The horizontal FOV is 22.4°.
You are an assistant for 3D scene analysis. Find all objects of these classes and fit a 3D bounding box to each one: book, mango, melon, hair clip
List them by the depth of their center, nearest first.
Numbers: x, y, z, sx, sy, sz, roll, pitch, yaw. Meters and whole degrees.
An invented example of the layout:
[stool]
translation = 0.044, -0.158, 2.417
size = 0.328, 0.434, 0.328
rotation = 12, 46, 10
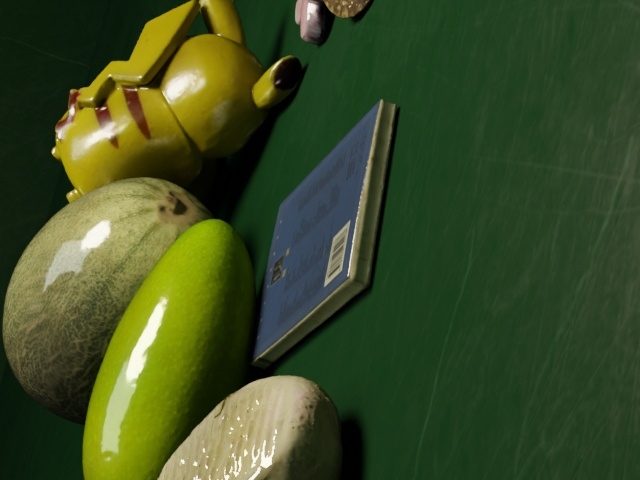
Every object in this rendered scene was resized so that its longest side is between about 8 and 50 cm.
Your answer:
[book]
translation = 0.000, 0.000, 1.578
size = 0.269, 0.025, 0.190
rotation = 136, 148, -59
[mango]
translation = -0.149, 0.137, 1.691
size = 0.192, 0.156, 0.343
rotation = 125, 163, -73
[hair clip]
translation = 0.013, -0.346, 1.828
size = 0.146, 0.075, 0.257
rotation = -105, 31, -54
[melon]
translation = -0.236, 0.071, 1.891
size = 0.329, 0.249, 0.248
rotation = -53, 24, 32

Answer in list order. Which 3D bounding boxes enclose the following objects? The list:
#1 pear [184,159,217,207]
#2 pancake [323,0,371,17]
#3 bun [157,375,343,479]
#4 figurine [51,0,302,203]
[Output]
[pear]
translation = -0.210, -0.082, 2.140
size = 0.149, 0.149, 0.162
rotation = 146, 143, -65
[pancake]
translation = 0.029, -0.292, 1.725
size = 0.115, 0.011, 0.114
rotation = 10, 102, 51
[bun]
translation = -0.060, 0.230, 1.371
size = 0.237, 0.116, 0.210
rotation = -47, 24, 26
[figurine]
translation = -0.183, -0.166, 1.987
size = 0.327, 0.169, 0.218
rotation = -29, 53, 2
